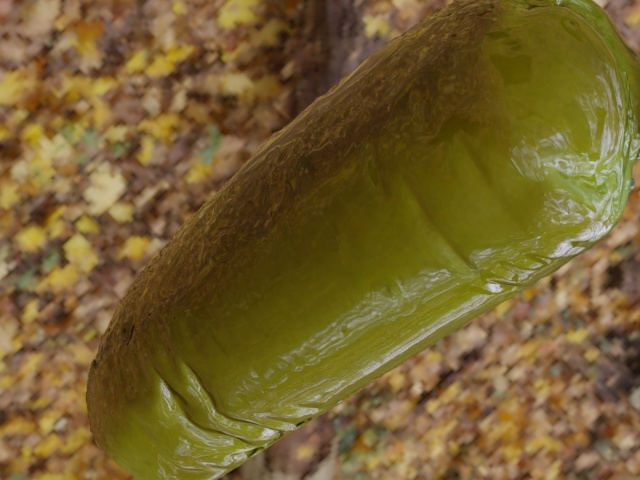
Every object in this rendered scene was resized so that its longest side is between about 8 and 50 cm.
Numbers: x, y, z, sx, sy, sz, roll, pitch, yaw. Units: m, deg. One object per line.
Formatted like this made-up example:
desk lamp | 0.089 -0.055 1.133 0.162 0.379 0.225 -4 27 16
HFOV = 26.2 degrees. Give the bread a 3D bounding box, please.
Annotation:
bread | 0.000 0.000 0.718 0.383 0.112 0.166 -36 -149 39
